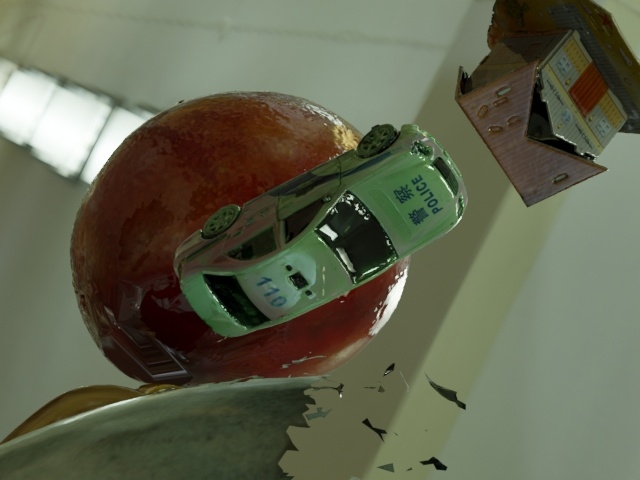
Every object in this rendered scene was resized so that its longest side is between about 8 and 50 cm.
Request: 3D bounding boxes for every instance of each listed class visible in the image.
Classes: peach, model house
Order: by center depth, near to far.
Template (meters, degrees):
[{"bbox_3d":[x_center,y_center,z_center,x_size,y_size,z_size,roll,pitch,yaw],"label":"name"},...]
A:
[{"bbox_3d":[0.222,-0.149,1.516,0.136,0.219,0.207,-50,-151,-21],"label":"model house"},{"bbox_3d":[-0.102,0.013,1.628,0.388,0.388,0.388,-48,-154,33],"label":"peach"}]

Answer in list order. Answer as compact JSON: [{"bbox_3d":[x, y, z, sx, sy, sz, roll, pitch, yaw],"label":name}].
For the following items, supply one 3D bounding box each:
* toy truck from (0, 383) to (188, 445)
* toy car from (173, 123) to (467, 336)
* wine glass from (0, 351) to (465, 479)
[{"bbox_3d":[-0.163,0.240,1.180,0.288,0.204,0.211,-39,162,-15],"label":"toy truck"},{"bbox_3d":[0.000,0.000,1.061,0.224,0.090,0.076,-27,-151,19],"label":"toy car"},{"bbox_3d":[-0.114,0.158,0.486,0.357,0.190,0.190,-15,-137,19],"label":"wine glass"}]
